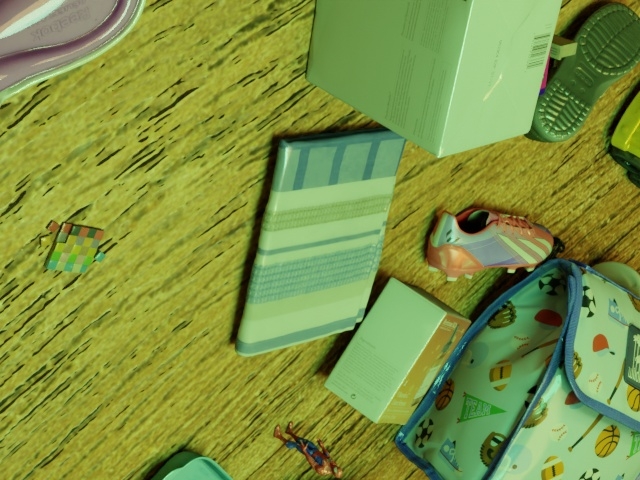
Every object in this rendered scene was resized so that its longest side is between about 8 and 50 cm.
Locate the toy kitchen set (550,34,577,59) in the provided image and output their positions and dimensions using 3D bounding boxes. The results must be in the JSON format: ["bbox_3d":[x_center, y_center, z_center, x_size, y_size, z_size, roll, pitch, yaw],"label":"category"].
[{"bbox_3d":[0.267,-0.217,1.421,0.068,0.075,0.083,-19,125,-36],"label":"toy kitchen set"}]

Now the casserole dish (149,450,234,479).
[{"bbox_3d":[-0.163,0.326,1.401,0.114,0.037,0.188,-46,142,-12],"label":"casserole dish"}]

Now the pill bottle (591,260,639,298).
[{"bbox_3d":[0.523,0.122,1.905,0.221,0.124,0.124,28,96,-53],"label":"pill bottle"}]

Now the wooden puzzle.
[{"bbox_3d":[-0.242,0.008,1.105,0.083,0.006,0.049,11,109,-50],"label":"wooden puzzle"}]

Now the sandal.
[{"bbox_3d":[-0.299,-0.127,0.866,0.416,0.102,0.169,-39,139,-19],"label":"sandal"}]

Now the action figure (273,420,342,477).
[{"bbox_3d":[-0.012,0.273,1.456,0.038,0.115,0.030,-2,119,-47],"label":"action figure"}]

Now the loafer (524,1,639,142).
[{"bbox_3d":[0.344,-0.224,1.506,0.094,0.087,0.251,47,68,-7],"label":"loafer"}]

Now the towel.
[{"bbox_3d":[0.000,0.000,1.334,0.209,0.034,0.285,-12,125,-42],"label":"towel"}]

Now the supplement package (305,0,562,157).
[{"bbox_3d":[0.116,-0.224,1.152,0.149,0.203,0.194,-17,129,-39],"label":"supplement package"}]

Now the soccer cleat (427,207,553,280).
[{"bbox_3d":[0.245,-0.007,1.555,0.248,0.083,0.095,-10,119,-39],"label":"soccer cleat"}]

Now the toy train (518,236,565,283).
[{"bbox_3d":[0.325,0.063,1.729,0.036,0.027,0.158,27,96,-48],"label":"toy train"}]

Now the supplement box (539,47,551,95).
[{"bbox_3d":[0.193,-0.267,1.278,0.111,0.114,0.220,-25,132,-31],"label":"supplement box"}]

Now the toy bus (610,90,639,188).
[{"bbox_3d":[0.577,-0.130,1.706,0.149,0.211,0.220,-56,144,-1],"label":"toy bus"}]

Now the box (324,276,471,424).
[{"bbox_3d":[0.104,0.149,1.486,0.170,0.091,0.130,-58,156,5],"label":"box"}]

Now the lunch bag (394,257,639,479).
[{"bbox_3d":[0.364,0.240,1.679,0.328,0.239,0.385,27,97,-37],"label":"lunch bag"}]
